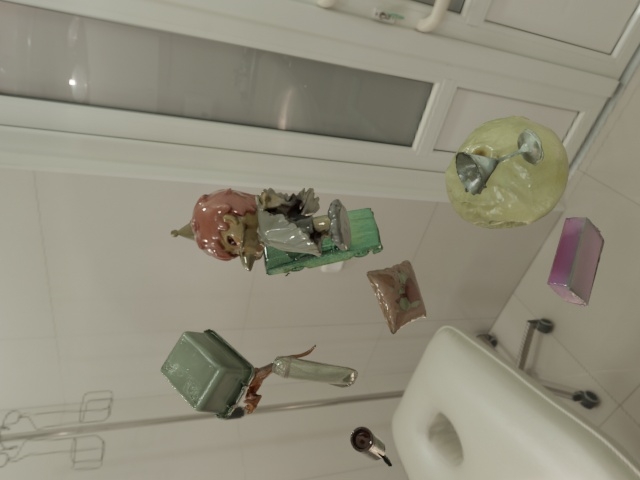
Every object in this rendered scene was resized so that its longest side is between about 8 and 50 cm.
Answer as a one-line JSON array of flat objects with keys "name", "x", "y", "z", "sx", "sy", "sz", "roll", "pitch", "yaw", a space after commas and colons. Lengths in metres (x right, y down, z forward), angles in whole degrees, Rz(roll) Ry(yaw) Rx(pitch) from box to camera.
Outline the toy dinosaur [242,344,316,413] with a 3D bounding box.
[{"name": "toy dinosaur", "x": -0.221, "y": 0.474, "z": 1.425, "sx": 0.208, "sy": 0.433, "sz": 0.097, "roll": -65, "pitch": -42, "yaw": -74}]

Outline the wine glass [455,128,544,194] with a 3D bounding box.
[{"name": "wine glass", "x": 0.441, "y": -0.198, "z": 1.052, "sx": 0.122, "sy": 0.183, "sz": 0.122, "roll": 157, "pitch": 90, "yaw": -84}]

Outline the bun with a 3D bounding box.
[{"name": "bun", "x": 0.527, "y": -0.206, "z": 1.280, "sx": 0.364, "sy": 0.202, "sz": 0.363, "roll": -12, "pitch": 75, "yaw": 50}]

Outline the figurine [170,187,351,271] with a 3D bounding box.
[{"name": "figurine", "x": -0.139, "y": -0.021, "z": 0.826, "sx": 0.207, "sy": 0.388, "sz": 0.165, "roll": 41, "pitch": -133, "yaw": -71}]

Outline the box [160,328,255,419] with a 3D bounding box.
[{"name": "box", "x": -0.230, "y": 0.257, "z": 0.839, "sx": 0.172, "sy": 0.093, "sz": 0.123, "roll": 28, "pitch": 86, "yaw": 34}]

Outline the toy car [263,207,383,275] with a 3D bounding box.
[{"name": "toy car", "x": 0.000, "y": 0.000, "z": 1.146, "sx": 0.097, "sy": 0.321, "sz": 0.141, "roll": 74, "pitch": -176, "yaw": -60}]

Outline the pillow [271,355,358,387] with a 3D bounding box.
[{"name": "pillow", "x": -0.016, "y": 0.352, "z": 1.143, "sx": 0.130, "sy": 0.233, "sz": 0.038, "roll": 103, "pitch": 175, "yaw": -49}]

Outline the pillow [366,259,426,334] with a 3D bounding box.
[{"name": "pillow", "x": 0.272, "y": 0.190, "z": 1.467, "sx": 0.084, "sy": 0.236, "sz": 0.223, "roll": -27, "pitch": 77, "yaw": 46}]

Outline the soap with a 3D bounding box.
[{"name": "soap", "x": 0.875, "y": 0.073, "z": 1.454, "sx": 0.081, "sy": 0.181, "sz": 0.259, "roll": 6, "pitch": 69, "yaw": 54}]

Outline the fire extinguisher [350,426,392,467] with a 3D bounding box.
[{"name": "fire extinguisher", "x": 0.167, "y": 0.649, "z": 1.321, "sx": 0.099, "sy": 0.071, "sz": 0.231, "roll": 37, "pitch": 166, "yaw": 41}]
